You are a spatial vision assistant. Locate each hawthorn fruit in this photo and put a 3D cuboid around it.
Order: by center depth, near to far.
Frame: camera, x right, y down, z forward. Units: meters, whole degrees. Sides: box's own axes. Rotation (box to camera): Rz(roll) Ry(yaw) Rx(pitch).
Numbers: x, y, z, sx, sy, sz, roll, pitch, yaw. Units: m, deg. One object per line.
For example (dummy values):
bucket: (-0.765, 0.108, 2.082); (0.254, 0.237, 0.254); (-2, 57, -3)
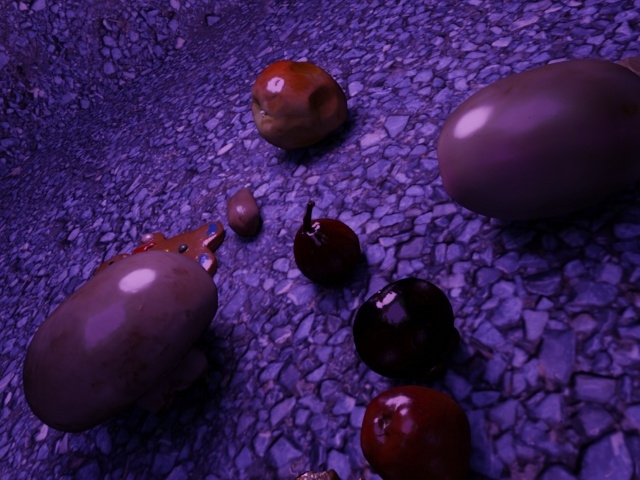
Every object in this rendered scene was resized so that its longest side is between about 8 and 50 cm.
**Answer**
hawthorn fruit: (0.111, 0.236, 0.658); (0.133, 0.138, 0.132); (-19, 45, 20)

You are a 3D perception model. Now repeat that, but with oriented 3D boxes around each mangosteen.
mangosteen: (0.124, 0.130, 0.767); (0.152, 0.152, 0.152); (-21, 41, 19)

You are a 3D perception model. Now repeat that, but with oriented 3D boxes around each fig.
fig: (0.011, 0.012, 0.976); (0.128, 0.150, 0.128); (0, 68, -1)

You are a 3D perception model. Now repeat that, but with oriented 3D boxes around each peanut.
peanut: (-0.177, -0.068, 1.243); (0.076, 0.076, 0.152); (-30, 40, 7)

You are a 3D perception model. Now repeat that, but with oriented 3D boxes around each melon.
melon: (0.334, -0.145, 0.817); (0.317, 0.223, 0.223); (-13, 43, 19)

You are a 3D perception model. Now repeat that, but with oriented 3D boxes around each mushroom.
mushroom: (-0.317, 0.193, 0.956); (0.362, 0.294, 0.362); (-40, 9, 8)

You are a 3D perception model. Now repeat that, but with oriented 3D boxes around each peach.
peach: (-0.045, -0.320, 1.313); (0.236, 0.214, 0.214); (-4, 35, -17)

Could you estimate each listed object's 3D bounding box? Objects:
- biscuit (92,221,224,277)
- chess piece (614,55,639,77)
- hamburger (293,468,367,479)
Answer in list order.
biscuit: (-0.381, 0.051, 1.251); (0.324, 0.049, 0.205); (-13, 44, 14)
chess piece: (0.535, -0.272, 0.921); (0.200, 0.090, 0.090); (-6, 46, 17)
hamburger: (-0.017, 0.393, 0.579); (0.283, 0.156, 0.144); (-45, 19, -20)
